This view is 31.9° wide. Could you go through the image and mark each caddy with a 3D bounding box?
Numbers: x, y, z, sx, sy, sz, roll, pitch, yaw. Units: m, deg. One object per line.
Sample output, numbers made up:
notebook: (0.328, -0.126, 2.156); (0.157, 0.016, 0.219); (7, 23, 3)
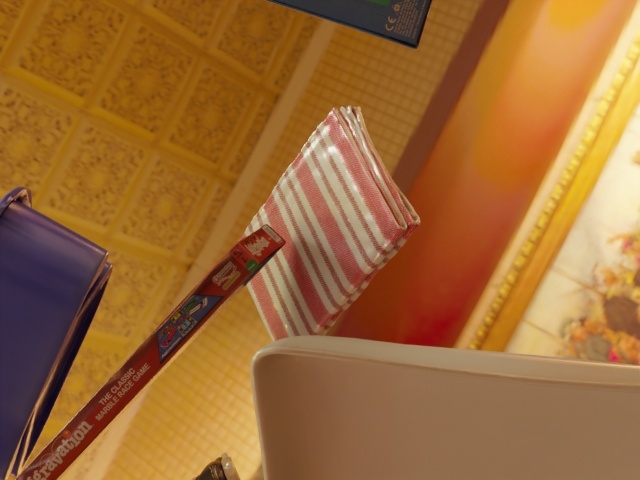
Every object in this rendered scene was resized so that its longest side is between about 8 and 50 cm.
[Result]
caddy: (-0.371, 0.108, 1.257); (0.241, 0.179, 0.341); (128, 164, -78)

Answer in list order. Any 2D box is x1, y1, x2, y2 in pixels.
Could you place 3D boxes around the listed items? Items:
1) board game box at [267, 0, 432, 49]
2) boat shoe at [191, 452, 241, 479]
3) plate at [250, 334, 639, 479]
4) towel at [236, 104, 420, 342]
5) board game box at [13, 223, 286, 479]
board game box: (-0.022, -0.198, 0.543); (0.210, 0.047, 0.160); (12, -77, -31)
boat shoe: (-0.121, 0.284, 1.264); (0.065, 0.075, 0.206); (-22, -12, -10)
plate: (0.105, 0.142, 0.651); (0.277, 0.277, 0.045); (88, -172, -49)
towel: (0.000, 0.000, 0.947); (0.029, 0.144, 0.197); (8, -46, -37)
board game box: (-0.140, 0.101, 0.908); (0.281, 0.027, 0.145); (-46, -1, 9)
